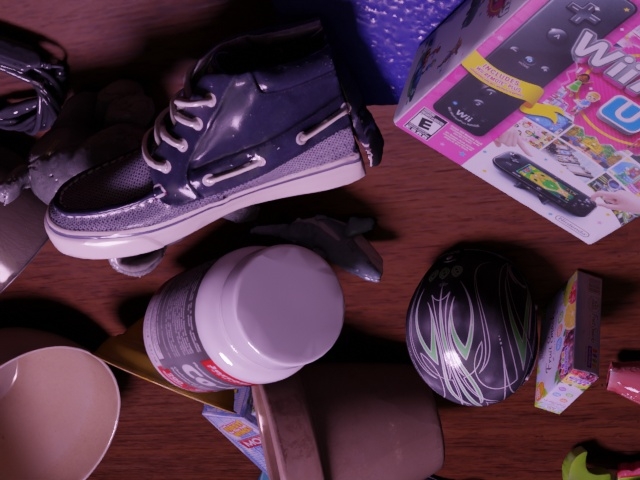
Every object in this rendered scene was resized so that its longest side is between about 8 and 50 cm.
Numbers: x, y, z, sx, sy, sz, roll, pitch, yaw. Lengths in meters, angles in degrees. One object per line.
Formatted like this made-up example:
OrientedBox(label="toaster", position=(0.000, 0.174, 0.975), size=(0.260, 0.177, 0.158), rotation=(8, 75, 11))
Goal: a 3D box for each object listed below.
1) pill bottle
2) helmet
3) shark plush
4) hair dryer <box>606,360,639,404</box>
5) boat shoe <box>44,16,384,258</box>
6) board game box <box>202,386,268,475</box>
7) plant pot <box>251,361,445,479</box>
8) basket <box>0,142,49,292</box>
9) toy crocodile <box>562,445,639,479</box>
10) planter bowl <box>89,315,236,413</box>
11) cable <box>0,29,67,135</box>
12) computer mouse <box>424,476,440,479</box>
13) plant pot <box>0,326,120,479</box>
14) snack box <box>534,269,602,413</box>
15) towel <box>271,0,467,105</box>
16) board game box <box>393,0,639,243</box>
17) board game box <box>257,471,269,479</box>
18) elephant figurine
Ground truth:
OrientedBox(label="pill bottle", position=(-0.095, 0.095, 1.413), size=(0.161, 0.161, 0.283), rotation=(29, 159, -19))
OrientedBox(label="helmet", position=(0.180, 0.111, 1.405), size=(0.169, 0.161, 0.169), rotation=(9, 143, 7))
OrientedBox(label="shark plush", position=(0.000, 0.000, 1.397), size=(0.161, 0.067, 0.073), rotation=(22, 142, -11))
OrientedBox(label="hair dryer", position=(0.485, 0.234, 1.538), size=(0.293, 0.080, 0.223), rotation=(33, 140, -24))
OrientedBox(label="boat shoe", position=(-0.120, -0.103, 1.116), size=(0.340, 0.127, 0.158), rotation=(-19, 134, 1))
OrientedBox(label="board game box", position=(-0.071, 0.274, 1.784), size=(0.194, 0.060, 0.194), rotation=(-23, 131, 39))
OrientedBox(label="plant pot", position=(0.039, 0.260, 1.593), size=(0.229, 0.263, 0.263), rotation=(-12, 143, -7))
OrientedBox(label="basket", position=(-0.441, -0.057, 1.394), size=(0.227, 0.154, 0.204), rotation=(40, 103, -22))
OrientedBox(label="toy crocodile", position=(0.516, 0.358, 1.679), size=(0.340, 0.105, 0.115), rotation=(3, -176, 13))
OrientedBox(label="planter bowl", position=(-0.198, 0.156, 1.617), size=(0.217, 0.090, 0.217), rotation=(22, 172, 3))
OrientedBox(label="cable", position=(-0.373, -0.182, 1.307), size=(0.184, 0.047, 0.150), rotation=(16, 148, -7))
OrientedBox(label="computer mouse", position=(0.198, 0.505, 1.916), size=(0.188, 0.072, 0.272), rotation=(9, 102, 10))
OrientedBox(label="plant pot", position=(-0.466, 0.238, 1.731), size=(0.191, 0.284, 0.284), rotation=(32, 159, 40))
OrientedBox(label="snack box", position=(0.294, 0.120, 1.398), size=(0.037, 0.141, 0.100), rotation=(18, 143, -7))
OrientedBox(label="towel", position=(0.053, -0.250, 1.059), size=(0.227, 0.076, 0.308), rotation=(3, 143, 25))
OrientedBox(label="board game box", position=(0.231, -0.138, 0.954), size=(0.224, 0.097, 0.303), rotation=(29, 148, -13))
OrientedBox(label="board game box", position=(0.022, 0.530, 2.071), size=(0.336, 0.079, 0.254), rotation=(18, 143, -6))
OrientedBox(label="elephant figurine", position=(-0.204, -0.044, 1.319), size=(0.186, 0.169, 0.239), rotation=(-10, 134, 20))
